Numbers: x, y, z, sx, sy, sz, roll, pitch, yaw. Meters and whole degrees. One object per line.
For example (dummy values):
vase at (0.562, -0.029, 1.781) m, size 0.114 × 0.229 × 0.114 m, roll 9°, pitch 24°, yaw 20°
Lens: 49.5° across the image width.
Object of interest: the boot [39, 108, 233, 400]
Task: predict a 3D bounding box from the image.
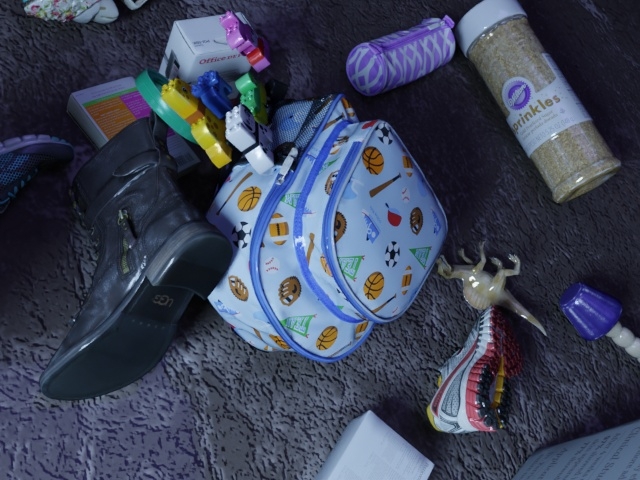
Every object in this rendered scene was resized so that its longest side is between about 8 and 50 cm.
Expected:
boot at (-0.216, 0.011, 0.729) m, size 0.229 × 0.263 × 0.091 m, roll 49°, pitch 7°, yaw 38°

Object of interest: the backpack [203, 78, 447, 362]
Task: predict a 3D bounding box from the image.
backpack at (0.000, 0.000, 0.773) m, size 0.276 × 0.213 × 0.263 m, roll 48°, pitch 65°, yaw -33°

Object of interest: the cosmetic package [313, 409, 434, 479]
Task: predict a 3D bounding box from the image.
cosmetic package at (0.021, 0.304, 0.722) m, size 0.099 × 0.060 × 0.239 m, roll 40°, pitch 53°, yaw 0°

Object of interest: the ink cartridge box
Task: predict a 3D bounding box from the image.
ink cartridge box at (-0.147, -0.218, 0.881) m, size 0.099 × 0.135 × 0.056 m, roll -21°, pitch 72°, yaw -35°

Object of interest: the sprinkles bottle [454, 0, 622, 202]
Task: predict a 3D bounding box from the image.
sprinkles bottle at (0.360, -0.241, 1.168) m, size 0.121 × 0.121 × 0.355 m, roll -17°, pitch 72°, yaw -33°

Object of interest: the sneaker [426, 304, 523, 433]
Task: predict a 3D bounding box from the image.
sneaker at (0.192, 0.157, 0.880) m, size 0.088 × 0.092 × 0.225 m, roll 60°, pitch 34°, yaw -10°

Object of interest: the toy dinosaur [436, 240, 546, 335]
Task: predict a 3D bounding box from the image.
toy dinosaur at (0.247, 0.062, 0.994) m, size 0.183 × 0.053 × 0.093 m, roll 31°, pitch 69°, yaw 0°

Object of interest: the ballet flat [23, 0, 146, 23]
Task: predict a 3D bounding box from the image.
ballet flat at (-0.276, -0.336, 0.921) m, size 0.241 × 0.091 × 0.077 m, roll -47°, pitch 120°, yaw -33°

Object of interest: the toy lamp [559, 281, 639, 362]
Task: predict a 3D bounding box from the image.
toy lamp at (0.473, 0.162, 1.027) m, size 0.274 × 0.080 × 0.080 m, roll 36°, pitch 53°, yaw -4°

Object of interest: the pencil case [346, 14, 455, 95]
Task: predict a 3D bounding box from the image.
pencil case at (0.133, -0.295, 1.102) m, size 0.206 × 0.088 × 0.086 m, roll -33°, pitch 80°, yaw -36°

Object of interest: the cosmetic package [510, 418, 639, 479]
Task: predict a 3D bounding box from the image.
cosmetic package at (0.349, 0.380, 0.642) m, size 0.329 × 0.394 × 0.327 m, roll -32°, pitch 81°, yaw -36°

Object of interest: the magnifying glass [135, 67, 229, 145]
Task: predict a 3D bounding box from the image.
magnifying glass at (-0.130, -0.126, 0.831) m, size 0.231 × 0.026 × 0.092 m, roll 39°, pitch 15°, yaw -48°

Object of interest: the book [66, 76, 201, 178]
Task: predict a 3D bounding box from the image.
book at (-0.228, -0.131, 0.857) m, size 0.096 × 0.035 × 0.144 m, roll -34°, pitch 82°, yaw -40°

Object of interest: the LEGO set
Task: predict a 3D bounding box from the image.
LEGO set at (-0.114, -0.160, 0.745) m, size 0.093 × 0.087 × 0.227 m, roll 41°, pitch 29°, yaw -38°

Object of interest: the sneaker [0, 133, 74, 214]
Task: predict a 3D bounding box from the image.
sneaker at (-0.346, -0.066, 0.750) m, size 0.166 × 0.065 × 0.076 m, roll -18°, pitch 89°, yaw -31°
